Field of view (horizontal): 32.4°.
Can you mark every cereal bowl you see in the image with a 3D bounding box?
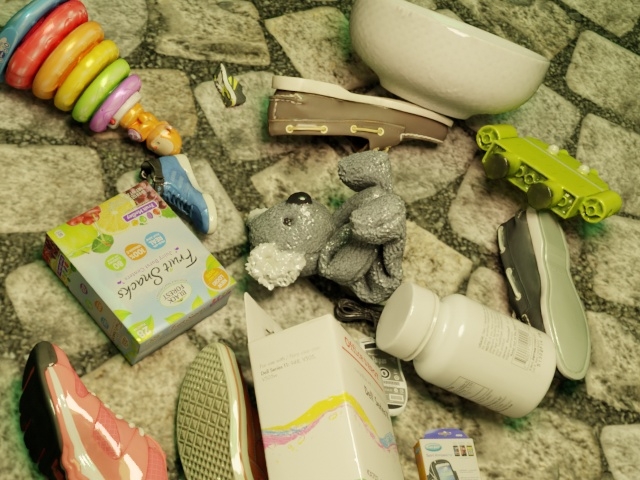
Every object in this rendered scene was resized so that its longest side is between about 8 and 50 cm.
[{"bbox_3d":[0.195,-0.293,1.803,0.338,0.141,0.339,20,14,-5],"label":"cereal bowl"}]

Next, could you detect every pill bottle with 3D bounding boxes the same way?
[{"bbox_3d":[0.200,0.148,1.530,0.229,0.131,0.131,25,51,-15],"label":"pill bottle"}]

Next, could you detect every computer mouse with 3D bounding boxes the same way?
[{"bbox_3d":[0.076,0.171,1.553,0.106,0.042,0.193,11,48,-17],"label":"computer mouse"}]

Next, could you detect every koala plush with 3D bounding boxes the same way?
[{"bbox_3d":[0.000,0.000,1.572,0.221,0.203,0.196,-4,33,-5],"label":"koala plush"}]

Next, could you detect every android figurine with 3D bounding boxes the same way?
[{"bbox_3d":[0.370,-0.109,1.777,0.248,0.056,0.272,38,26,24],"label":"android figurine"}]

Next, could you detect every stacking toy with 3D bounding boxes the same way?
[{"bbox_3d":[-0.329,-0.226,1.639,0.302,0.175,0.166,41,47,-6],"label":"stacking toy"}]

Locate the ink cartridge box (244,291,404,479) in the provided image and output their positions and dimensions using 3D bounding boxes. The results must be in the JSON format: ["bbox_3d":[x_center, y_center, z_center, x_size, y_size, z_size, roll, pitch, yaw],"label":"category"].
[{"bbox_3d":[0.013,0.234,1.368,0.119,0.207,0.354,-20,58,12],"label":"ink cartridge box"}]

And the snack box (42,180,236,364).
[{"bbox_3d":[-0.249,0.040,1.511,0.174,0.070,0.207,-34,74,-35],"label":"snack box"}]

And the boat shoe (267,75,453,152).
[{"bbox_3d":[0.064,-0.188,1.762,0.324,0.116,0.097,9,94,-29],"label":"boat shoe"}]

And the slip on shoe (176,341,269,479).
[{"bbox_3d":[-0.099,0.281,1.381,0.101,0.123,0.331,15,45,-44],"label":"slip on shoe"}]

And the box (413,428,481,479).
[{"bbox_3d":[0.176,0.321,1.490,0.081,0.028,0.136,3,53,-17],"label":"box"}]

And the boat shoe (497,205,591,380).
[{"bbox_3d":[0.334,0.086,1.674,0.114,0.091,0.303,31,44,-35],"label":"boat shoe"}]

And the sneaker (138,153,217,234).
[{"bbox_3d":[-0.213,-0.063,1.600,0.084,0.058,0.152,-10,56,-32],"label":"sneaker"}]

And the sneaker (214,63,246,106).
[{"bbox_3d":[-0.146,-0.250,1.778,0.035,0.031,0.083,-1,60,-36],"label":"sneaker"}]

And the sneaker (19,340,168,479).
[{"bbox_3d":[-0.264,0.262,1.344,0.136,0.116,0.314,-15,69,-39],"label":"sneaker"}]
